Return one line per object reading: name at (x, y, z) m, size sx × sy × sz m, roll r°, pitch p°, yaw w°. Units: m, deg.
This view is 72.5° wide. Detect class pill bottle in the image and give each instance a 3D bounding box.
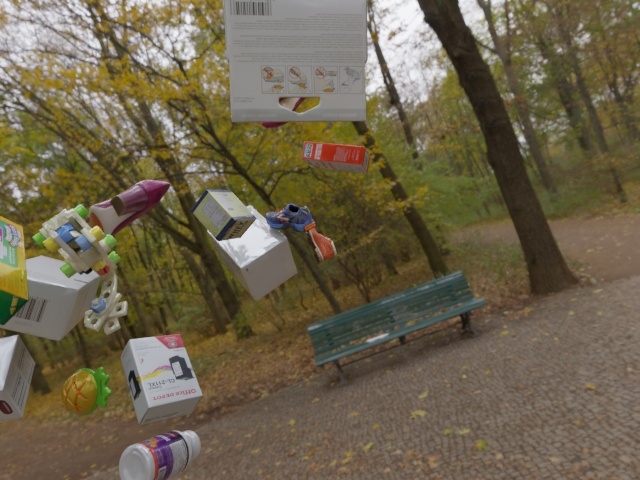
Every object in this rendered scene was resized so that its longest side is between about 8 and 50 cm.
pill bottle at (-0.400, 0.551, 1.114) m, size 0.108 × 0.108 × 0.193 m, roll -21°, pitch -16°, yaw 21°

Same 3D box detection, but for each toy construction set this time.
toy construction set at (-0.526, 0.057, 1.007) m, size 0.151 × 0.215 × 0.328 m, roll -35°, pitch -35°, yaw -35°

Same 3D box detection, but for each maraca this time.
maraca at (-0.648, 0.419, 1.219) m, size 0.185 × 0.127 × 0.099 m, roll -20°, pitch -12°, yaw 25°

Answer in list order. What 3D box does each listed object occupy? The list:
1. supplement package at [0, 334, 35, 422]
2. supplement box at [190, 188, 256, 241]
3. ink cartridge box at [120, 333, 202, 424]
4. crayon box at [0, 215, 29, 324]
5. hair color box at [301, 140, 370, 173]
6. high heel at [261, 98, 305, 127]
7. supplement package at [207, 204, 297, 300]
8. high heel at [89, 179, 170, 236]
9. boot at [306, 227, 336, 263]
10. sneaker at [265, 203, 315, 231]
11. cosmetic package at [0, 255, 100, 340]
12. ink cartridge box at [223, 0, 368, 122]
supplement package at (-1.009, 0.418, 1.257) m, size 0.261 × 0.145 × 0.204 m, roll -10°, pitch 39°, yaw -15°
supplement box at (-0.185, -0.050, 0.841) m, size 0.056 × 0.083 × 0.083 m, roll -48°, pitch -12°, yaw 19°
ink cartridge box at (-0.362, 0.310, 0.996) m, size 0.127 × 0.175 × 0.072 m, roll 3°, pitch -49°, yaw -44°
crayon box at (-0.723, 0.033, 0.916) m, size 0.081 × 0.278 × 0.165 m, roll -43°, pitch -41°, yaw 3°
hair color box at (0.043, -0.225, 1.185) m, size 0.167 × 0.054 × 0.093 m, roll 8°, pitch -4°, yaw 16°
high heel at (-0.096, -0.447, 1.370) m, size 0.244 × 0.082 × 0.117 m, roll -29°, pitch -12°, yaw 7°
supplement package at (-0.255, 0.044, 1.649) m, size 0.199 × 0.262 × 0.198 m, roll -34°, pitch -41°, yaw -19°
high heel at (-0.665, -0.107, 1.516) m, size 0.377 × 0.127 × 0.181 m, roll -13°, pitch 14°, yaw 45°
boot at (0.000, 0.000, 1.609) m, size 0.084 × 0.158 × 0.059 m, roll -21°, pitch -14°, yaw -16°
sneaker at (-0.107, -0.087, 1.517) m, size 0.221 × 0.087 × 0.083 m, roll 6°, pitch 23°, yaw 39°
cosmetic package at (-0.820, 0.160, 1.319) m, size 0.217 × 0.156 × 0.385 m, roll 19°, pitch -1°, yaw -19°
ink cartridge box at (-0.045, -0.353, 0.863) m, size 0.274 × 0.239 × 0.060 m, roll -2°, pitch 9°, yaw -6°
